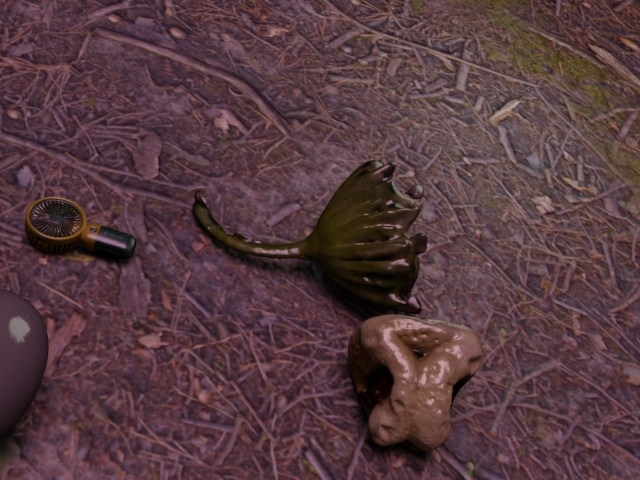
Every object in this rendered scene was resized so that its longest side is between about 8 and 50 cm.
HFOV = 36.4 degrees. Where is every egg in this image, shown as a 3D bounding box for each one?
[{"bbox_3d":[-0.401,0.142,1.078,0.176,0.176,0.232,28,41,7],"label":"egg"}]

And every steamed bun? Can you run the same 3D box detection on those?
[{"bbox_3d":[0.117,0.194,1.261,0.172,0.141,0.155,11,58,-6],"label":"steamed bun"}]

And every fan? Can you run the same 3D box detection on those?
[{"bbox_3d":[-0.331,-0.007,1.347,0.155,0.039,0.082,18,43,-5],"label":"fan"}]

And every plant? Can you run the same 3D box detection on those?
[{"bbox_3d":[0.001,0.020,1.431,0.333,0.180,0.251,-16,55,9],"label":"plant"}]
